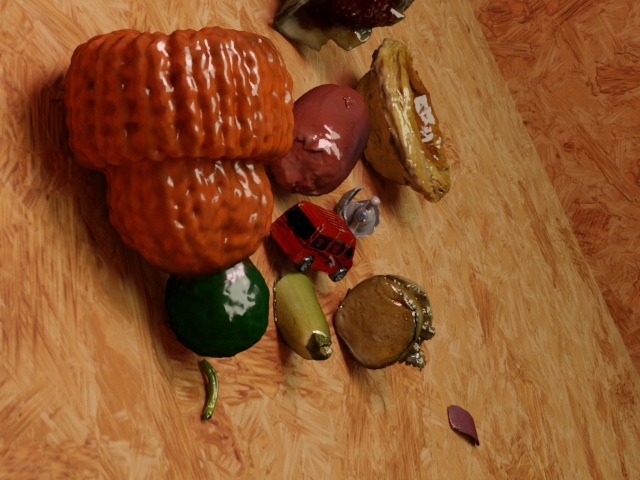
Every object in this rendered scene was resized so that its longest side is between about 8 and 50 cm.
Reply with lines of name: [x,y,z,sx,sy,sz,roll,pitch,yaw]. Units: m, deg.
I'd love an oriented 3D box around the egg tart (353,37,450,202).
egg tart: [0.157,-0.234,2.255,0.352,0.150,0.352,-17,90,-72]

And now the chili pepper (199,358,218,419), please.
chili pepper: [-0.141,0.190,1.405,0.030,0.017,0.083,43,35,-44]

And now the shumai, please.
shumai: [0.040,-0.519,2.034,0.292,0.330,0.288,37,36,18]

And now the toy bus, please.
toy bus: [0.000,0.000,1.754,0.081,0.089,0.195,52,14,25]

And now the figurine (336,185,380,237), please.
figurine: [0.067,-0.048,1.996,0.082,0.094,0.086,32,-9,5]

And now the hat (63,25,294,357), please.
hat: [-0.179,-0.058,1.341,0.285,0.285,0.401,-14,112,-67]

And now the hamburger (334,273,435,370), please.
hamburger: [0.119,0.140,1.852,0.185,0.159,0.131,55,16,16]

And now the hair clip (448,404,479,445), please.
hair clip: [0.293,0.371,2.223,0.137,0.022,0.054,42,32,-48]

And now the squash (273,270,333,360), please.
squash: [-0.027,0.130,1.644,0.200,0.075,0.090,-114,-170,-59]

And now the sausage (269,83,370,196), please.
sausage: [0.000,-0.169,1.852,0.152,0.152,0.280,63,25,-17]
